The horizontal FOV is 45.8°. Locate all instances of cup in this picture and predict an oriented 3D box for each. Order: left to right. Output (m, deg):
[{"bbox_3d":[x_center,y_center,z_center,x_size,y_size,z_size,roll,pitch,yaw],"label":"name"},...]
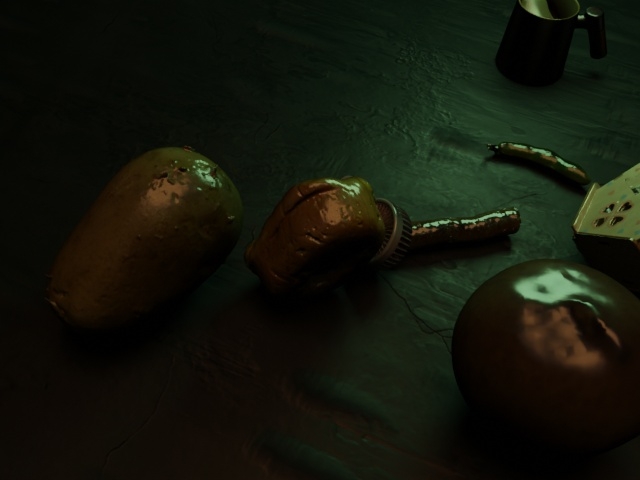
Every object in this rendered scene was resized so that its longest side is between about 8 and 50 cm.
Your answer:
[{"bbox_3d":[0.550,-0.494,1.798,0.240,0.177,0.166,-12,51,-14],"label":"cup"}]

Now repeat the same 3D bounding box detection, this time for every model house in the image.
[{"bbox_3d":[0.592,-0.010,1.359,0.244,0.169,0.326,-30,22,18],"label":"model house"}]

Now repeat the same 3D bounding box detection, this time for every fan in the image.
[{"bbox_3d":[0.085,-0.042,1.433,0.074,0.130,0.244,22,22,-37],"label":"fan"}]

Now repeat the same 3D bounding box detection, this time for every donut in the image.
[{"bbox_3d":[0.000,0.000,1.300,0.209,0.261,0.128,-6,58,-38],"label":"donut"}]

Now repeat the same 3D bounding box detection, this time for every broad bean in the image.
[{"bbox_3d":[0.465,-0.170,1.609,0.227,0.039,0.069,19,45,13],"label":"broad bean"}]

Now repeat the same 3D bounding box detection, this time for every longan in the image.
[{"bbox_3d":[0.356,0.178,1.140,0.319,0.319,0.318,2,50,-2],"label":"longan"}]

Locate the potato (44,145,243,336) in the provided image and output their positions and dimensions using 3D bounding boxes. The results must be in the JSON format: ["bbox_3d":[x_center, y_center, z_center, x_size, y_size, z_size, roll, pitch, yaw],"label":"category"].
[{"bbox_3d":[-0.295,0.011,1.281,0.219,0.269,0.359,39,80,19],"label":"potato"}]

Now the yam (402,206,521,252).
[{"bbox_3d":[0.262,-0.020,1.457,0.253,0.061,0.061,-9,51,-11],"label":"yam"}]
